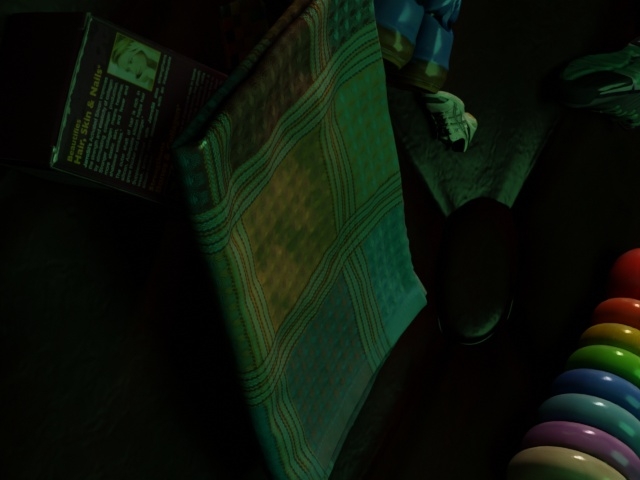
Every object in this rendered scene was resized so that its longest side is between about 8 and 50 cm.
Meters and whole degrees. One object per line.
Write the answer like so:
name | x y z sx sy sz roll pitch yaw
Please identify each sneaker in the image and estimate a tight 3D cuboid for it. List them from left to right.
sneaker | 0.119 -0.110 1.293 0.083 0.032 0.037 35 69 -46
sneaker | 0.328 -0.152 1.501 0.223 0.083 0.098 -22 124 -42

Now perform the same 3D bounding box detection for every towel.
towel | 0.000 0.000 1.078 0.271 0.040 0.370 -56 147 -40

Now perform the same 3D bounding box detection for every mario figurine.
mario figurine | 0.089 -0.296 1.193 0.198 0.170 0.321 125 -13 -86

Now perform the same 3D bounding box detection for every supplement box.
supplement box | -0.130 -0.080 0.965 0.188 0.080 0.104 19 81 -50

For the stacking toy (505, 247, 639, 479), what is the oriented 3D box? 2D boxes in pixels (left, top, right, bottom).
stacking toy | 0.313 0.146 1.506 0.141 0.141 0.330 56 48 -38

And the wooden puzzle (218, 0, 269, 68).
wooden puzzle | -0.059 -0.165 1.094 0.049 0.006 0.083 -27 115 -45

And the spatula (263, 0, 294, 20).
spatula | -0.074 -0.255 1.041 0.296 0.030 0.084 55 53 -38
